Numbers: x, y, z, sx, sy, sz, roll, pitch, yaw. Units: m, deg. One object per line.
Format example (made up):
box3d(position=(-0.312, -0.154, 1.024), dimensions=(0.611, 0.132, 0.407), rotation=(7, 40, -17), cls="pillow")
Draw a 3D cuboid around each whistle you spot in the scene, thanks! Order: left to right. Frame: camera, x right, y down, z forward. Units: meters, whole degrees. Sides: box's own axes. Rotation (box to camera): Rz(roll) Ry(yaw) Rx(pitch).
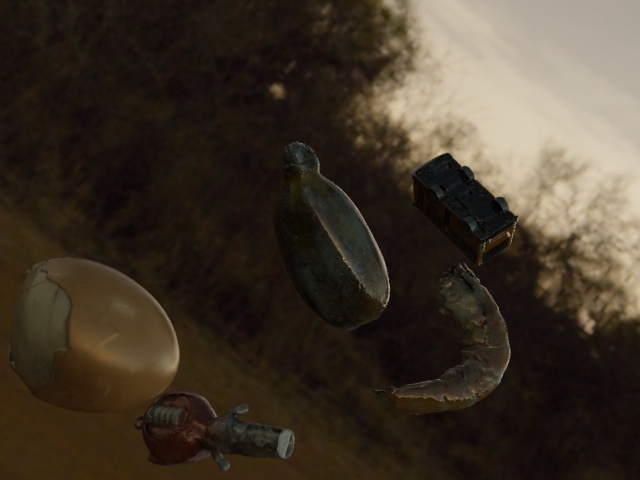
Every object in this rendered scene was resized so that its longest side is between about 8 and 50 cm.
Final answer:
box3d(position=(-0.210, 0.358, 2.297), dimensions=(0.346, 0.142, 0.133), rotation=(2, -51, 32), cls="whistle")

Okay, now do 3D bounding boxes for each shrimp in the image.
box3d(position=(0.233, 0.198, 2.145), dimensions=(0.185, 0.287, 0.068), rotation=(34, -15, 1), cls="shrimp")

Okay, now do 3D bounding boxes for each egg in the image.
box3d(position=(-0.309, 0.134, 1.677), dimensions=(0.244, 0.201, 0.201), rotation=(23, 5, -11), cls="egg")

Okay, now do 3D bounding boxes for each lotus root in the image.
box3d(position=(0.000, 0.000, 1.988), dimensions=(0.158, 0.140, 0.322), rotation=(-1, -58, 47), cls="lotus root")

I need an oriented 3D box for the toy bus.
box3d(position=(0.239, -0.053, 2.086), dimensions=(0.182, 0.091, 0.103), rotation=(46, -24, 28), cls="toy bus")
